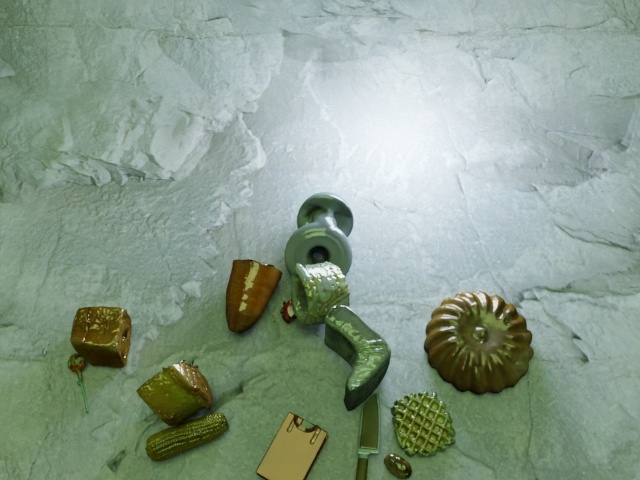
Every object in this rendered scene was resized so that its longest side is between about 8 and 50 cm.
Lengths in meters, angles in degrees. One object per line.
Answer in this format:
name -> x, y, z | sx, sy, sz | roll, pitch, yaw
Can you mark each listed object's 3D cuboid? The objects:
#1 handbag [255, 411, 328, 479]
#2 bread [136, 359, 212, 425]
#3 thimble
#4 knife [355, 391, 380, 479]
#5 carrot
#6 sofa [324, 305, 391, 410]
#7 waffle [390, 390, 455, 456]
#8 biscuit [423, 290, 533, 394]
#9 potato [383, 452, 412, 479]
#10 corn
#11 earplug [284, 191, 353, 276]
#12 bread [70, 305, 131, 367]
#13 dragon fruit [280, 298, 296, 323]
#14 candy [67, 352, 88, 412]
handbag -> -0.074, 0.580, 1.823 | 0.127, 0.063, 0.190 | 24, 65, 15
bread -> -0.380, 0.424, 1.816 | 0.160, 0.260, 0.147 | -33, 77, -12
thimble -> -0.004, 0.154, 1.989 | 0.143, 0.137, 0.190 | -7, 79, -27
knife -> 0.132, 0.572, 1.830 | 0.061, 0.027, 0.343 | 1, 51, 10
carrot -> -0.215, 0.176, 2.032 | 0.159, 0.159, 0.225 | 11, 69, 7
sofa -> 0.072, 0.330, 1.893 | 0.176, 0.210, 0.225 | -41, 69, -20
waffle -> 0.287, 0.512, 1.874 | 0.169, 0.036, 0.183 | -10, 60, -9
biscuit -> 0.468, 0.291, 1.976 | 0.326, 0.107, 0.325 | -1, 61, 2
potato -> 0.210, 0.611, 1.810 | 0.083, 0.040, 0.051 | 33, 59, 18
corn -> -0.367, 0.537, 1.836 | 0.231, 0.080, 0.080 | -19, 60, -11
earplug -> 0.003, -0.004, 2.131 | 0.214, 0.175, 0.325 | 14, 67, -7
bread -> -0.638, 0.278, 1.959 | 0.143, 0.158, 0.149 | 0, 54, 2
dragon fruit -> -0.089, 0.207, 2.054 | 0.083, 0.056, 0.060 | -40, 67, -20
candy -> -0.698, 0.415, 1.946 | 0.055, 0.049, 0.184 | -30, 65, 17
